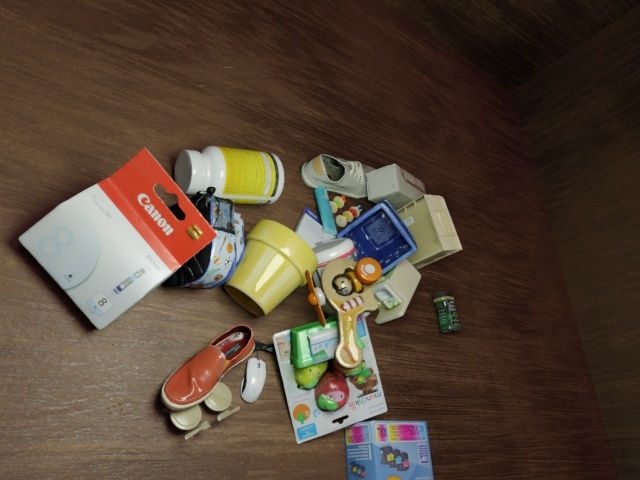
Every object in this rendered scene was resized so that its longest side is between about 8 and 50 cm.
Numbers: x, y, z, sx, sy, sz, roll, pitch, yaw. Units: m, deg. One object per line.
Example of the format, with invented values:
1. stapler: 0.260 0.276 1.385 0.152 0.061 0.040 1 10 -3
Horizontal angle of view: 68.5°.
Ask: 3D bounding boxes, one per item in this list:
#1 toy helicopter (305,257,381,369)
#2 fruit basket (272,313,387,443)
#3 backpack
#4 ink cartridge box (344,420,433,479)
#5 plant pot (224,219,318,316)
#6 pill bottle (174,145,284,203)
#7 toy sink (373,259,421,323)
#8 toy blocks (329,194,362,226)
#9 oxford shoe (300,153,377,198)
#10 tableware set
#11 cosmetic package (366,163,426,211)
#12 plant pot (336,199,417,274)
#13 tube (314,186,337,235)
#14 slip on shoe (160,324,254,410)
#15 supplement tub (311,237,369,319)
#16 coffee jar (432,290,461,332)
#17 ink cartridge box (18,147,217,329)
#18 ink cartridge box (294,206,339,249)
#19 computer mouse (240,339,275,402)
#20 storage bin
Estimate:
1. toy helicopter: 0.064 0.215 1.444 0.235 0.140 0.355 7 60 -12
2. fruit basket: 0.039 0.432 1.518 0.327 0.165 0.353 -12 82 -18
3. backpack: -0.356 0.014 1.403 0.213 0.276 0.263 21 59 -46
4. ink cartridge box: 0.235 0.804 1.539 0.270 0.151 0.395 14 61 -33
5. plant pot: -0.174 0.102 1.513 0.254 0.254 0.239 43 64 -14
6. pill bottle: -0.305 -0.219 1.589 0.334 0.188 0.188 -1 69 -40
7. toy sink: 0.273 0.194 1.875 0.131 0.153 0.234 46 48 -11
8. toy blocks: 0.107 -0.138 1.975 0.148 0.054 0.123 -35 93 -44
9. oxford shoe: 0.121 -0.279 2.010 0.449 0.130 0.169 1 65 -40
10. tableware set: -0.337 0.465 1.318 0.194 0.039 0.128 -16 64 -48
11. cosmetic package: 0.342 -0.218 2.081 0.296 0.153 0.129 18 63 -53
12. plant pot: 0.234 -0.018 1.880 0.236 0.236 0.212 52 20 -5
13. tube: 0.020 -0.118 1.877 0.080 0.052 0.207 12 53 -40
14. slip on shoe: -0.311 0.346 1.333 0.123 0.101 0.331 36 43 19
15. supplement tub: 0.066 0.144 1.677 0.191 0.191 0.272 -30 103 -44
16. coffee jar: 0.562 0.316 2.096 0.096 0.079 0.184 7 64 -37
17. ink cartridge box: -0.515 -0.006 1.217 0.308 0.385 0.091 51 3 -5
18. ink cartridge box: 0.000 0.000 1.824 0.223 0.045 0.224 37 50 -19
19. computer mouse: -0.196 0.404 1.462 0.106 0.042 0.193 26 54 -28
20. storage bin: 0.437 -0.032 2.047 0.123 0.262 0.260 -3 71 -38
